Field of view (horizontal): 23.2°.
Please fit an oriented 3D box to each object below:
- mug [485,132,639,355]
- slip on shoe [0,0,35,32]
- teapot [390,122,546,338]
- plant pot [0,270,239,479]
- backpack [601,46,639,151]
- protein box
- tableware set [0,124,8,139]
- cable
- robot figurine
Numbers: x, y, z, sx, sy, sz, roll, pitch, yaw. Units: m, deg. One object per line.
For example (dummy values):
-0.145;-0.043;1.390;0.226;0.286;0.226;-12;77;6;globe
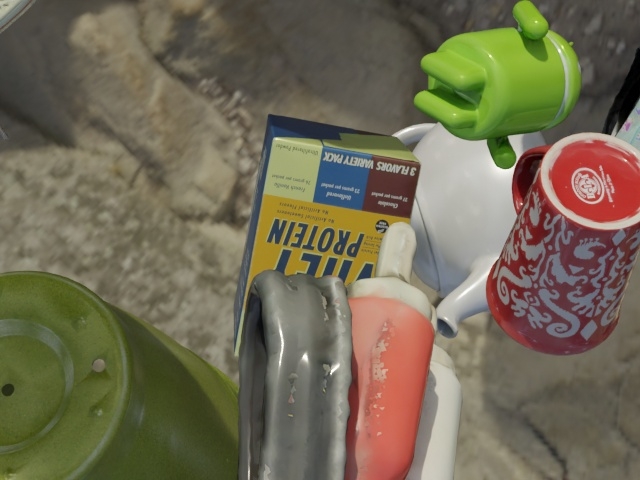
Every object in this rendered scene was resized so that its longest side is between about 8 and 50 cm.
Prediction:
0.188;-0.010;1.234;0.150;0.113;0.169;44;153;21;mug
-0.289;-0.321;1.571;0.123;0.101;0.331;31;76;6;slip on shoe
0.156;-0.028;1.695;0.187;0.256;0.252;-16;85;0;teapot
-0.256;0.208;1.557;0.366;0.366;0.353;3;155;12;plant pot
0.347;-0.100;1.470;0.152;0.115;0.182;17;117;-31;backpack
0.000;0.000;1.464;0.136;0.200;0.201;10;100;-5;protein box
-0.292;-0.096;1.161;0.024;0.154;0.104;-31;100;15;tableware set
0.009;0.123;0.424;0.072;0.287;0.139;-1;143;1;cable
0.114;-0.098;0.966;0.067;0.115;0.101;32;122;43;robot figurine
